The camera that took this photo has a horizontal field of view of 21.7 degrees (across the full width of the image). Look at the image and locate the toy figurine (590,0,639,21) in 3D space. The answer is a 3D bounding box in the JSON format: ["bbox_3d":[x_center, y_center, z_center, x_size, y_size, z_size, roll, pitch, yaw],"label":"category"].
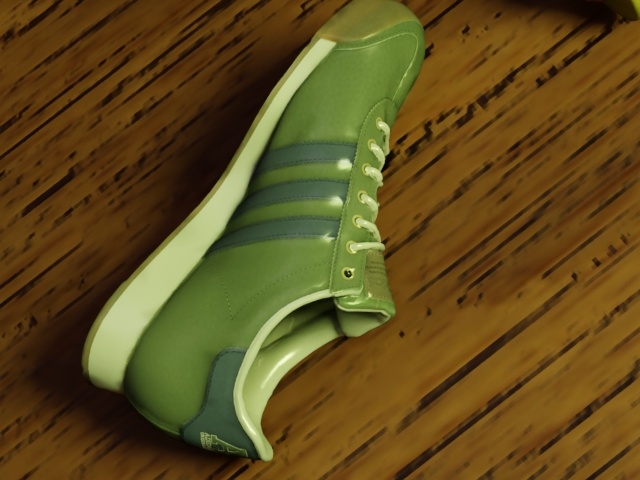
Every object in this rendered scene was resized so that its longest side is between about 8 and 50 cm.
[{"bbox_3d":[0.050,-0.193,0.632,0.209,0.213,0.148,30,86,26],"label":"toy figurine"}]

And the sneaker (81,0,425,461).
[{"bbox_3d":[0.000,0.000,0.638,0.086,0.064,0.192,33,78,22],"label":"sneaker"}]
